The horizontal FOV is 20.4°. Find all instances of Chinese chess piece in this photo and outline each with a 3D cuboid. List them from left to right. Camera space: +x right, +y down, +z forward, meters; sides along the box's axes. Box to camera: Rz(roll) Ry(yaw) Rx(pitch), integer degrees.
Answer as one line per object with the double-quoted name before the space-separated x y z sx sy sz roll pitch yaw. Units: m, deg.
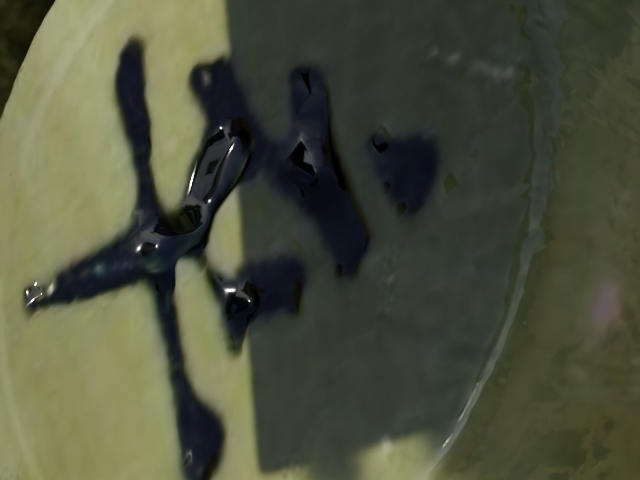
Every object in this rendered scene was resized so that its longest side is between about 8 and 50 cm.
"Chinese chess piece" 0.000 0.000 0.389 0.083 0.188 0.188 16 -38 -43
